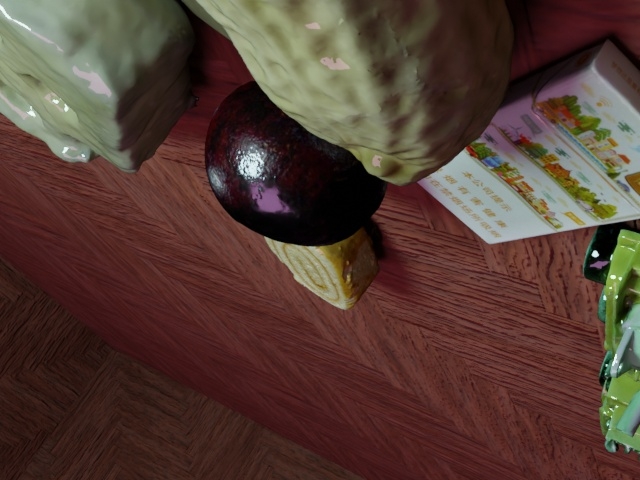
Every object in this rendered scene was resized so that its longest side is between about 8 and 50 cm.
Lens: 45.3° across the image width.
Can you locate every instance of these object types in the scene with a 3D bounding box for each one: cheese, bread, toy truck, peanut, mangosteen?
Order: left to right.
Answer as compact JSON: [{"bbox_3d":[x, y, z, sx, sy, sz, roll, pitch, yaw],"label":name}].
[{"bbox_3d":[-0.243,-0.184,0.673,0.326,0.115,0.318,26,159,36],"label":"cheese"},{"bbox_3d":[-0.013,-0.071,0.603,0.152,0.152,0.152,28,159,12],"label":"mangosteen"},{"bbox_3d":[0.000,0.000,0.823,0.122,0.073,0.149,27,157,31],"label":"bread"},{"bbox_3d":[0.012,-0.139,0.377,0.152,0.152,0.313,16,160,38],"label":"peanut"},{"bbox_3d":[0.260,0.108,0.592,0.128,0.135,0.259,21,159,31],"label":"toy truck"}]

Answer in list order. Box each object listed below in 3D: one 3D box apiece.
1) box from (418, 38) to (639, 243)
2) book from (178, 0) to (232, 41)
[{"bbox_3d":[0.151,-0.052,0.530,0.122,0.032,0.220,39,159,-15],"label":"box"},{"bbox_3d":[-0.096,-0.190,0.502,0.138,0.016,0.198,52,175,-40],"label":"book"}]
